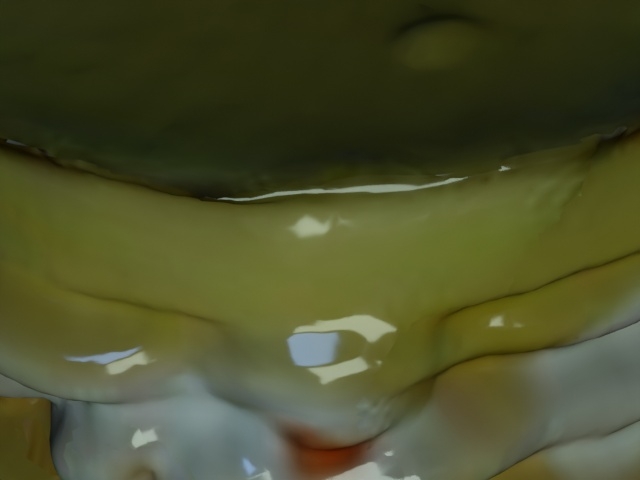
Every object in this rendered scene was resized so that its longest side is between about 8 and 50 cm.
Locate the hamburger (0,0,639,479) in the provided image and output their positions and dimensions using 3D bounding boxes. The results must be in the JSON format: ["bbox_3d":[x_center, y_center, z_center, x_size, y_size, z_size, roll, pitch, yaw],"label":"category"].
[{"bbox_3d":[0.000,0.000,0.550,0.276,0.276,0.236,-6,128,-5],"label":"hamburger"}]
